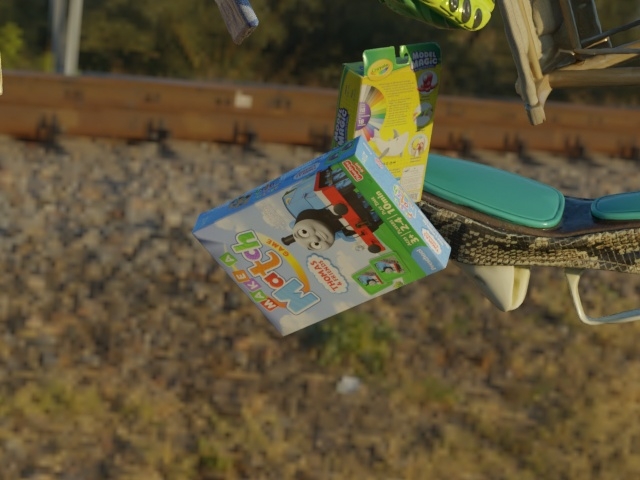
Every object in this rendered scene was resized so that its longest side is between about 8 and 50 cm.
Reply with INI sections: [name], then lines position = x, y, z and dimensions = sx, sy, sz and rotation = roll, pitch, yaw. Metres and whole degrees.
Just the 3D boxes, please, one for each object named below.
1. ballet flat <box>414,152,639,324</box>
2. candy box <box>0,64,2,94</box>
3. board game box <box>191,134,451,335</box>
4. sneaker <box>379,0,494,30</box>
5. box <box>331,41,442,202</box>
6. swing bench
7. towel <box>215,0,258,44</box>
[ballet flat]
position = 0.295, 0.011, 1.894
dimensions = 0.482, 0.182, 0.164
rotation = 6, 21, 13
[candy box]
position = -0.470, -0.161, 1.483
dimensions = 0.316, 0.088, 0.183
rotation = -6, 6, -27
[board game box]
position = 0.000, 0.000, 1.649
dimensions = 0.211, 0.160, 0.039
rotation = -24, 29, 31
[sneaker]
position = 0.084, -0.349, 2.052
dimensions = 0.295, 0.109, 0.123
rotation = 35, -24, -25
[box]
position = 0.065, -0.120, 1.675
dimensions = 0.105, 0.179, 0.043
rotation = -10, 33, -33
[swing bench]
position = 0.291, -0.276, 1.563
dimensions = 0.254, 0.253, 0.165
rotation = -9, 28, 19
[towel]
position = -0.157, -0.416, 2.261
dimensions = 0.034, 0.285, 0.209
rotation = -26, 3, -7
